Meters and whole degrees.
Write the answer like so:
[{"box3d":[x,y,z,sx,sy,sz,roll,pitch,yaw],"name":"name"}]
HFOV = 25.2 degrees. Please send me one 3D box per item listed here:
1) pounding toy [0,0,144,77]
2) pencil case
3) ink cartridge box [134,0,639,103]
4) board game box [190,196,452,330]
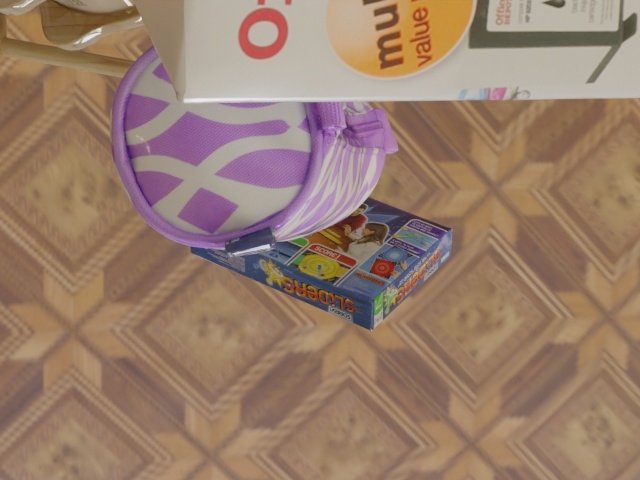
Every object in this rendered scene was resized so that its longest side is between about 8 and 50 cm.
[{"box3d":[-0.152,-0.213,1.024,0.269,0.154,0.155,-14,157,28],"name":"pounding toy"},{"box3d":[-0.021,-0.042,0.592,0.088,0.206,0.086,-23,90,7],"name":"pencil case"},{"box3d":[0.055,-0.153,0.449,0.233,0.168,0.171,-3,123,-17],"name":"ink cartridge box"},{"box3d":[0.000,0.000,1.306,0.136,0.201,0.035,-39,141,-42],"name":"board game box"}]
